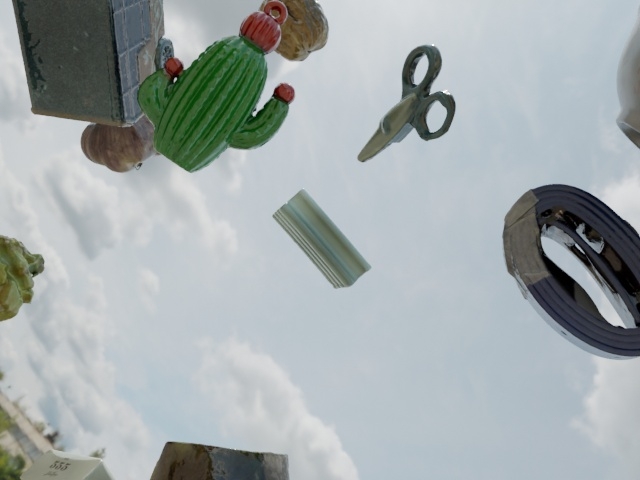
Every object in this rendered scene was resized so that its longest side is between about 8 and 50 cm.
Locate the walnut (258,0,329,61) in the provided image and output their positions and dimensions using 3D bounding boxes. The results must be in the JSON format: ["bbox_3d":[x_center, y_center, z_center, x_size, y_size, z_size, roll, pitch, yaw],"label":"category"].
[{"bbox_3d":[-0.068,-0.532,1.506,0.184,0.155,0.155,58,-33,3],"label":"walnut"}]

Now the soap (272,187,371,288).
[{"bbox_3d":[0.000,0.000,1.601,0.265,0.087,0.160,49,-12,-3],"label":"soap"}]

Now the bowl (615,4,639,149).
[{"bbox_3d":[0.566,-0.197,0.950,0.157,0.345,0.345,-47,-109,15],"label":"bowl"}]

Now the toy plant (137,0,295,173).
[{"bbox_3d":[-0.117,-0.189,0.806,0.154,0.240,0.088,60,-7,-9],"label":"toy plant"}]

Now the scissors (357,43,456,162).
[{"bbox_3d":[0.122,-0.186,0.975,0.289,0.041,0.138,-40,-116,63],"label":"scissors"}]

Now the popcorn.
[{"bbox_3d":[-0.629,0.052,1.127,0.221,0.183,0.204,30,-20,18],"label":"popcorn"}]

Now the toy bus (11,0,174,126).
[{"bbox_3d":[-0.310,-0.331,0.846,0.162,0.194,0.323,10,-57,7],"label":"toy bus"}]

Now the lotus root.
[{"bbox_3d":[-0.126,0.356,0.881,0.138,0.235,0.118,-13,-119,39],"label":"lotus root"}]

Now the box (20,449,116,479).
[{"bbox_3d":[-0.357,0.463,1.005,0.168,0.071,0.259,-7,-64,37],"label":"box"}]

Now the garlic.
[{"bbox_3d":[-0.449,-0.263,1.456,0.245,0.245,0.160,17,-44,46],"label":"garlic"}]

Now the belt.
[{"bbox_3d":[0.478,0.061,1.129,0.347,0.212,0.117,55,6,20],"label":"belt"}]
